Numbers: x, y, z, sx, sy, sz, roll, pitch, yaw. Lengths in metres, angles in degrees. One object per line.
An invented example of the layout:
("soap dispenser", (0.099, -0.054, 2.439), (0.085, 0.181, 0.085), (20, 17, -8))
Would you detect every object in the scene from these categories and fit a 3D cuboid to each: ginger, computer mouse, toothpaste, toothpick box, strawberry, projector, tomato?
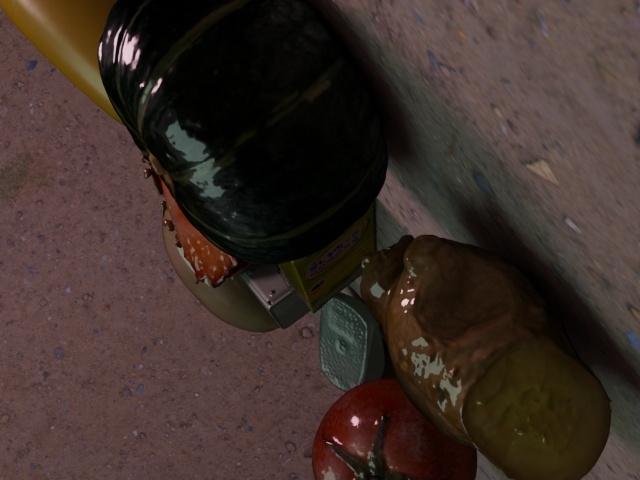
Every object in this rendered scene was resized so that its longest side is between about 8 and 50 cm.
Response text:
("ginger", (0.113, 0.085, 0.792), (0.219, 0.123, 0.270), (49, 174, -1))
("computer mouse", (0.059, 0.183, 1.874), (0.128, 0.079, 0.230), (31, 136, 28))
("toothpaste", (0.000, 0.000, 1.199), (0.077, 0.110, 0.327), (52, 174, 13))
("toothpick box", (-0.295, -0.287, 1.421), (0.271, 0.175, 0.175), (47, 173, 9))
("strawberry", (-0.131, -0.095, 1.497), (0.253, 0.150, 0.280), (59, 144, 11))
("projector", (-0.031, 0.041, 1.492), (0.061, 0.147, 0.115), (57, 172, -36))
("tomato", (0.126, 0.349, 1.668), (0.265, 0.265, 0.265), (51, 174, 7))

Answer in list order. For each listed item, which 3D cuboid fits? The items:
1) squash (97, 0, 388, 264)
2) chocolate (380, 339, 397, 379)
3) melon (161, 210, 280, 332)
("squash", (-0.062, -0.100, 0.814), (0.252, 0.165, 0.252), (53, 172, 11))
("chocolate", (0.077, 0.219, 2.019), (0.214, 0.093, 0.148), (51, 173, 4))
("melon", (-0.132, 0.018, 1.741), (0.317, 0.223, 0.223), (52, 174, -24))
